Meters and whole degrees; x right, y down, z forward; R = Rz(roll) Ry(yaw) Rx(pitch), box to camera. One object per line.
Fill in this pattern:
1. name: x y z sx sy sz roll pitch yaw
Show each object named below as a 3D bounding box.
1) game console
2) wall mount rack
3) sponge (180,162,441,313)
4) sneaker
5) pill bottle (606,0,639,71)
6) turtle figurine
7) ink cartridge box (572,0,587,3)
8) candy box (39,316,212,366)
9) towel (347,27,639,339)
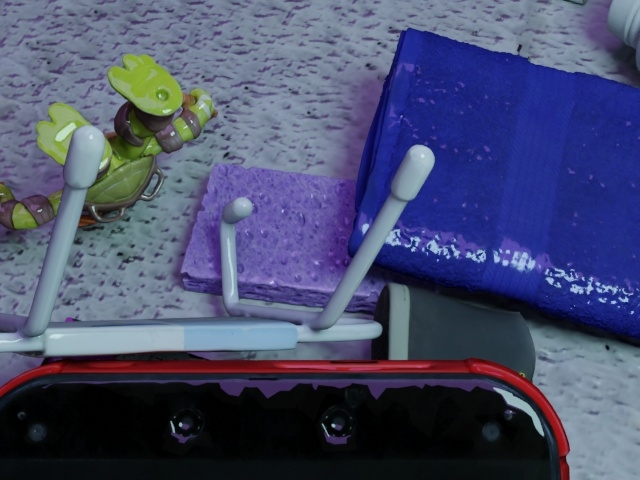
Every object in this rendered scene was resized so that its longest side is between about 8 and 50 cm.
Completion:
1. game console: -0.034 0.244 0.767 0.387 0.060 0.342 -1 83 3
2. wall mount rack: -0.095 0.011 0.804 0.350 0.304 0.130 0 88 -27
3. sponge: 0.000 0.000 1.021 0.210 0.031 0.117 7 56 7
4. sneaker: 0.098 0.136 0.891 0.118 0.083 0.222 8 62 -7
5. pill bottle: 0.361 -0.165 1.074 0.215 0.117 0.117 39 64 25
6. turtle figurine: -0.182 -0.055 0.981 0.269 0.217 0.087 -26 83 -17
7. ink cartridge box: 0.130 -0.368 1.263 0.371 0.069 0.175 20 57 18
8. candy box: -0.107 0.164 0.883 0.233 0.071 0.159 15 56 12
9. towel: 0.185 -0.039 1.001 0.308 0.076 0.227 15 62 1
